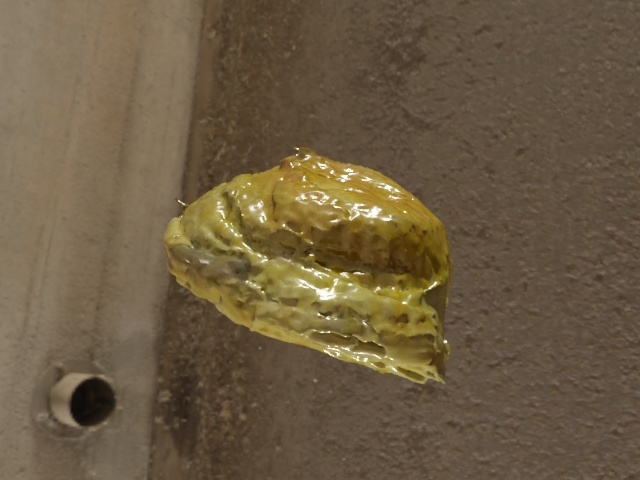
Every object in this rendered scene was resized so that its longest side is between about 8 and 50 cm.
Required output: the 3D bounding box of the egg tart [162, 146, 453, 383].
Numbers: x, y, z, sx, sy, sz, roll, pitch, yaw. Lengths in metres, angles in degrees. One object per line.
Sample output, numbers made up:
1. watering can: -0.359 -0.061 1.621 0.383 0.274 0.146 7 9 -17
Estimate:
1. egg tart: 0.000 0.000 0.793 0.339 0.351 0.153 21 109 9
